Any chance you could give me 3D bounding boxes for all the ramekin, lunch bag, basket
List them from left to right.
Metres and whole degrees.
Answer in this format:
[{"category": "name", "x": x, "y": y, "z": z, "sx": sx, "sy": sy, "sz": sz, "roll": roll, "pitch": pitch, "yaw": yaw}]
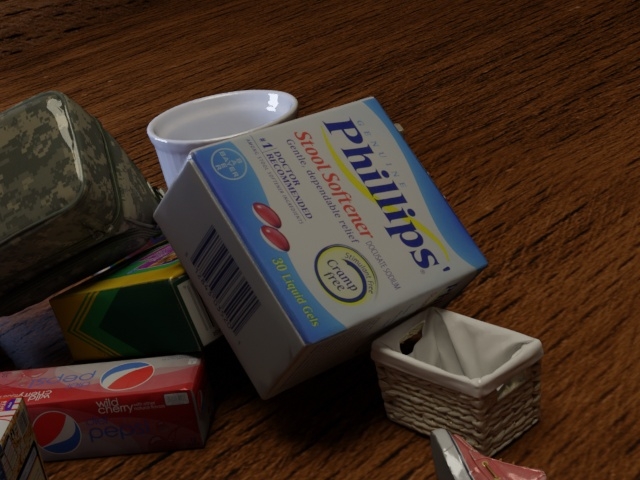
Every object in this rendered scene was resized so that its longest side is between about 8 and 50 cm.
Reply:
[{"category": "lunch bag", "x": -0.387, "y": -0.032, "z": 1.625, "sx": 0.305, "sy": 0.256, "sz": 0.212, "roll": -28, "pitch": 64, "yaw": 9}, {"category": "ramekin", "x": -0.166, "y": -0.169, "z": 2.146, "sx": 0.277, "sy": 0.135, "sz": 0.277, "roll": -9, "pitch": 23, "yaw": 4}, {"category": "basket", "x": 0.154, "y": 0.157, "z": 1.311, "sx": 0.113, "sy": 0.103, "sz": 0.167, "roll": -27, "pitch": 29, "yaw": -35}]

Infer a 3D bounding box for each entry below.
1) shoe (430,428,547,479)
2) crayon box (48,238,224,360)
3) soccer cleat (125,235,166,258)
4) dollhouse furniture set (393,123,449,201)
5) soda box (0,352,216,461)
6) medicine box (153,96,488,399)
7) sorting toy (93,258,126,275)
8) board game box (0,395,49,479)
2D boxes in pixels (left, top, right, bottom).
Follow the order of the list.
[{"category": "shoe", "x": 0.172, "y": 0.242, "z": 1.165, "sx": 0.081, "sy": 0.063, "sz": 0.178, "roll": -13, "pitch": 29, "yaw": -10}, {"category": "crayon box", "x": -0.136, "y": 0.037, "z": 1.601, "sx": 0.363, "sy": 0.106, "sz": 0.313, "roll": -30, "pitch": 12, "yaw": -39}, {"category": "soccer cleat", "x": -0.231, "y": -0.032, "z": 1.841, "sx": 0.083, "sy": 0.095, "sz": 0.248, "roll": 37, "pitch": 26, "yaw": 25}, {"category": "dollhouse furniture set", "x": 0.119, "y": -0.101, "z": 1.812, "sx": 0.129, "sy": 0.183, "sz": 0.129, "roll": -11, "pitch": 23, "yaw": -3}, {"category": "soda box", "x": -0.264, "y": 0.200, "z": 1.403, "sx": 0.263, "sy": 0.083, "sz": 0.092, "roll": -6, "pitch": 24, "yaw": 7}, {"category": "medicine box", "x": 0.000, "y": 0.000, "z": 1.389, "sx": 0.289, "sy": 0.263, "sz": 0.149, "roll": -22, "pitch": -18, "yaw": -36}, {"category": "sorting toy", "x": -0.321, "y": 0.011, "z": 1.909, "sx": 0.275, "sy": 0.046, "sz": 0.132, "roll": 10, "pitch": 30, "yaw": 39}, {"category": "board game box", "x": -0.296, "y": 0.269, "z": 1.119, "sx": 0.045, "sy": 0.193, "sz": 0.146, "roll": -8, "pitch": 23, "yaw": 6}]
